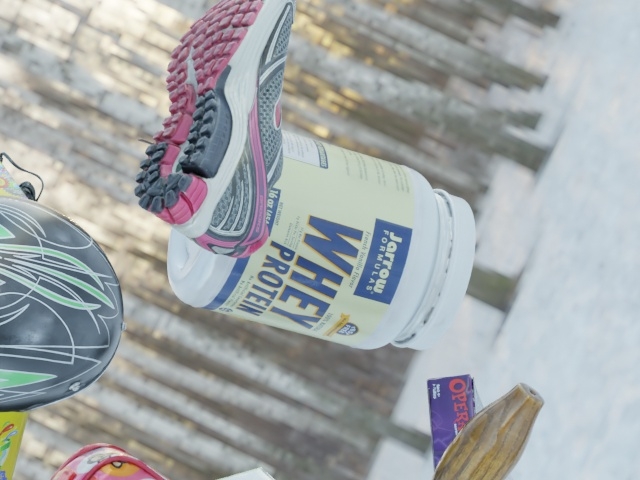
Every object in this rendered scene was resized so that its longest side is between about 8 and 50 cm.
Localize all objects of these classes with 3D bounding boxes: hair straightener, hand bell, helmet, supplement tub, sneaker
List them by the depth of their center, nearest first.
[{"bbox_3d":[0.056,0.183,1.019,0.242,0.126,0.126,-53,2,15],"label":"hand bell"},{"bbox_3d":[-0.231,0.045,1.221,0.161,0.169,0.169,-18,35,43],"label":"helmet"},{"bbox_3d":[-0.080,-0.118,1.549,0.121,0.112,0.299,-18,45,42],"label":"sneaker"},{"bbox_3d":[0.000,0.000,2.051,0.235,0.325,0.235,-165,90,-72],"label":"supplement tub"},{"bbox_3d":[-0.411,-0.034,2.310,0.230,0.089,0.047,93,156,-43],"label":"hair straightener"}]

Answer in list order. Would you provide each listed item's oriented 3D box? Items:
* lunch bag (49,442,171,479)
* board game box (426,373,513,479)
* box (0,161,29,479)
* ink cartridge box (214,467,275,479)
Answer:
[{"bbox_3d":[-0.234,0.356,1.673,0.293,0.258,0.120,-54,21,-13],"label":"lunch bag"},{"bbox_3d":[0.162,0.293,1.615,0.347,0.056,0.208,63,-155,-57],"label":"board game box"},{"bbox_3d":[-0.383,0.051,1.468,0.177,0.279,0.290,-11,-45,-37],"label":"box"},{"bbox_3d":[-0.125,0.423,2.204,0.154,0.093,0.212,-11,-59,-35],"label":"ink cartridge box"}]
